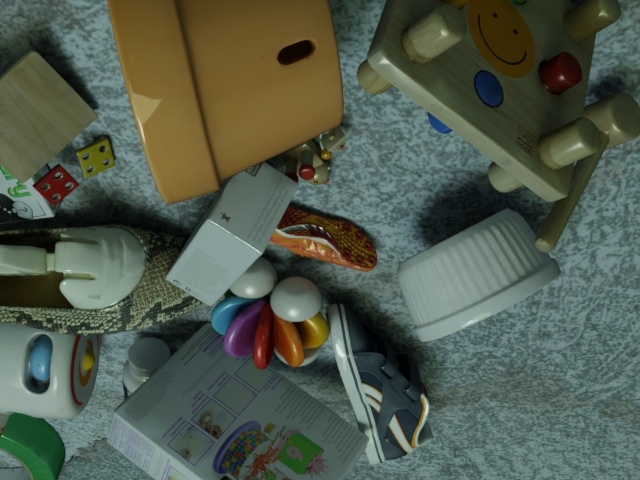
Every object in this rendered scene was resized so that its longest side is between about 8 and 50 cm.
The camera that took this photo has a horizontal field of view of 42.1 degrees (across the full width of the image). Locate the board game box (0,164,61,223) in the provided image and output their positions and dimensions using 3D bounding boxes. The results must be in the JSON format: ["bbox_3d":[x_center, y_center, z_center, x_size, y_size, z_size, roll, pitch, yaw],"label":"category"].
[{"bbox_3d":[-0.499,-0.147,1.107,0.193,0.053,0.305,-7,132,13],"label":"board game box"}]

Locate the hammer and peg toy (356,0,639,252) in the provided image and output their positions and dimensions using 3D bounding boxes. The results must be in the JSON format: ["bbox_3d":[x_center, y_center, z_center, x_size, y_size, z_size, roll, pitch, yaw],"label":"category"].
[{"bbox_3d":[0.219,-0.170,0.858,0.361,0.266,0.127,33,147,-22],"label":"hammer and peg toy"}]

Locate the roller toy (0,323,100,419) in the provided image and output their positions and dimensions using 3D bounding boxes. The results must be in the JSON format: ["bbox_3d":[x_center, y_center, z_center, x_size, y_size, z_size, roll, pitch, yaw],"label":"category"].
[{"bbox_3d":[-0.430,0.186,1.318,0.146,0.191,0.209,5,133,1],"label":"roller toy"}]

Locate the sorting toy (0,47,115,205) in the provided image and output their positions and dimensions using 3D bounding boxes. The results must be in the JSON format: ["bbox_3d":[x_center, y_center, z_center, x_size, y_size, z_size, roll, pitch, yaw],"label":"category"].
[{"bbox_3d":[-0.369,-0.156,1.045,0.132,0.046,0.274,-43,144,-4],"label":"sorting toy"}]

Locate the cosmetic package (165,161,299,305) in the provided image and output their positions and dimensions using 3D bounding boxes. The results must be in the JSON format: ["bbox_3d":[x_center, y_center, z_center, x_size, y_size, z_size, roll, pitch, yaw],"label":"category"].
[{"bbox_3d":[-0.121,-0.008,1.097,0.085,0.117,0.231,32,152,-10],"label":"cosmetic package"}]

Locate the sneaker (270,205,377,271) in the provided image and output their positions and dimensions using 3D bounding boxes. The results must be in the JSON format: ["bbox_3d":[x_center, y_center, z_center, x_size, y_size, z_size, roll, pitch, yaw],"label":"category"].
[{"bbox_3d":[0.000,0.000,1.194,0.175,0.064,0.067,23,152,-8],"label":"sneaker"}]

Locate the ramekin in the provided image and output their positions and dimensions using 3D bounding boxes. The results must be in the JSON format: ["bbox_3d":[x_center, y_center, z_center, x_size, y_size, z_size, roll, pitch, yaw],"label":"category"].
[{"bbox_3d":[0.201,0.041,1.105,0.207,0.207,0.109,-28,87,29],"label":"ramekin"}]

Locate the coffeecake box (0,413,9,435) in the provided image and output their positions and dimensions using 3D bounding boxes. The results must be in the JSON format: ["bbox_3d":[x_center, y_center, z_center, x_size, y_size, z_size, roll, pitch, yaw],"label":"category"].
[{"bbox_3d":[-0.541,0.211,1.358,0.068,0.185,0.142,5,134,3],"label":"coffeecake box"}]

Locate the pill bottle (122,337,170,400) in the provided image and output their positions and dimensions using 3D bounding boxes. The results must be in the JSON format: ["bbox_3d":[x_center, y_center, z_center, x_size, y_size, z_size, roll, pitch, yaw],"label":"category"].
[{"bbox_3d":[-0.291,0.246,1.425,0.094,0.094,0.169,8,134,0],"label":"pill bottle"}]

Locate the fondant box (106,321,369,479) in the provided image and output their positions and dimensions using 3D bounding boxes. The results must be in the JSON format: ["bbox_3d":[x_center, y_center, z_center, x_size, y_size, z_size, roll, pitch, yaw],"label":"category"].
[{"bbox_3d":[-0.124,0.309,1.286,0.330,0.238,0.096,33,133,12],"label":"fondant box"}]

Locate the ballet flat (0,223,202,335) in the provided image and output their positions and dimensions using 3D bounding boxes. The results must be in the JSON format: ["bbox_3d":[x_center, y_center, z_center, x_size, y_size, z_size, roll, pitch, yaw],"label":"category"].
[{"bbox_3d":[-0.401,0.045,1.175,0.483,0.164,0.182,-1,160,5],"label":"ballet flat"}]

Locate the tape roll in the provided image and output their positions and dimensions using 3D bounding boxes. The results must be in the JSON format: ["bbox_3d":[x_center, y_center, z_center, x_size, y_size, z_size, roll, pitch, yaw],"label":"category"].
[{"bbox_3d":[-0.677,0.425,1.653,0.321,0.077,0.321,4,134,4],"label":"tape roll"}]

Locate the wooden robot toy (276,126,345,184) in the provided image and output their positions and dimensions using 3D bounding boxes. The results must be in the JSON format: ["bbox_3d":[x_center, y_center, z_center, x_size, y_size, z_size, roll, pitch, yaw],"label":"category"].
[{"bbox_3d":[-0.021,-0.089,1.098,0.173,0.076,0.079,-23,137,26],"label":"wooden robot toy"}]

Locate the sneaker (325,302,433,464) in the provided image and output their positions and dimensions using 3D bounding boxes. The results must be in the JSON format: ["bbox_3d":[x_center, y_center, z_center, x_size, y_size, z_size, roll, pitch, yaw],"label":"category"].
[{"bbox_3d":[0.099,0.220,1.337,0.127,0.126,0.321,-16,124,3],"label":"sneaker"}]

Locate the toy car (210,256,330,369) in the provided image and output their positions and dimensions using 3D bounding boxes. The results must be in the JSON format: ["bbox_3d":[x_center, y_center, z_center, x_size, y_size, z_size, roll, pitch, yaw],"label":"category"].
[{"bbox_3d":[-0.084,0.125,1.236,0.182,0.136,0.159,25,140,25],"label":"toy car"}]

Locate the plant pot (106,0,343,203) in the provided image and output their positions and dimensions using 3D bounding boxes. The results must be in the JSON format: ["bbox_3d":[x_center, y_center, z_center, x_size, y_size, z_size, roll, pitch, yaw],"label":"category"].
[{"bbox_3d":[-0.095,-0.201,0.875,0.203,0.291,0.291,-13,133,-4],"label":"plant pot"}]
